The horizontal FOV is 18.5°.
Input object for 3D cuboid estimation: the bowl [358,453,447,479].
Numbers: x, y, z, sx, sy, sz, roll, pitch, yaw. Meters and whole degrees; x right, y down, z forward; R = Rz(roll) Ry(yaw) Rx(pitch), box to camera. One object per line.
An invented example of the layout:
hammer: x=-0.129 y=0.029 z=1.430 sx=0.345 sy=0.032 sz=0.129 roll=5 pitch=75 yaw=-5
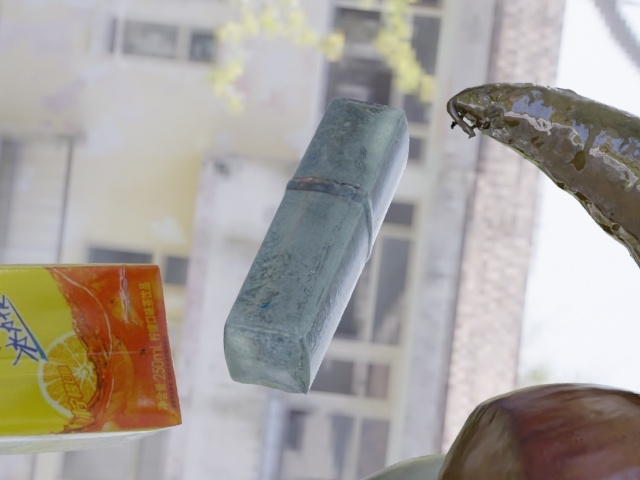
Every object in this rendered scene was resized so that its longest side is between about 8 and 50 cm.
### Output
bowl: x=0.171 y=0.330 z=1.802 sx=0.354 sy=0.185 sz=0.354 roll=50 pitch=12 yaw=-14

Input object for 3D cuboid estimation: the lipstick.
lipstick: x=0.000 y=0.000 z=1.586 sx=0.290 sy=0.076 sz=0.077 roll=-67 pitch=163 yaw=-45

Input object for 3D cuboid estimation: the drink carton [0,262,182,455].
drink carton: x=-0.297 y=0.100 z=1.629 sx=0.111 sy=0.351 sz=0.155 roll=-25 pitch=-110 yaw=51

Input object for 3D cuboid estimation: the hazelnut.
hazelnut: x=0.178 y=0.177 z=1.355 sx=0.210 sy=0.186 sz=0.210 roll=-56 pitch=168 yaw=-19

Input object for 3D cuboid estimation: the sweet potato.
sweet potato: x=0.286 y=-0.002 z=1.497 sx=0.130 sy=0.422 sz=0.130 roll=-50 pitch=178 yaw=-2
